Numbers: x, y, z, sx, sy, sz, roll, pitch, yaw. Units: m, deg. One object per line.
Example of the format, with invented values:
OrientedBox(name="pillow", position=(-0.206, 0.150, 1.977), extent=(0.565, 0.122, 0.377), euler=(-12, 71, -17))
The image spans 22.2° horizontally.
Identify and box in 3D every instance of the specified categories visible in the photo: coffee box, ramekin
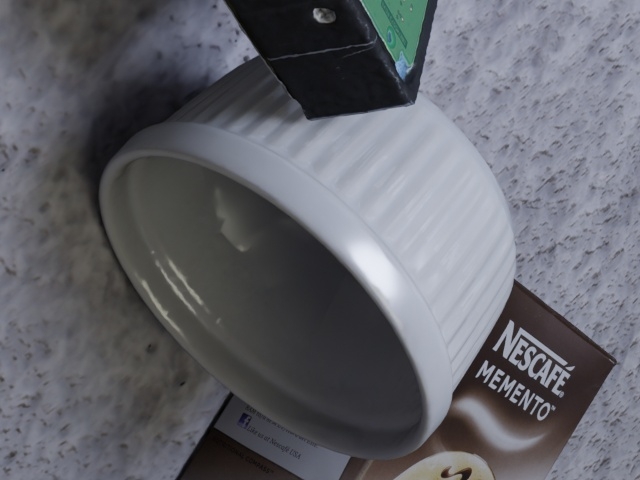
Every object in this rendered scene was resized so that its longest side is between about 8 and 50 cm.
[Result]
OrientedBox(name="coffee box", position=(0.026, 0.147, 0.979), extent=(0.168, 0.119, 0.297), euler=(34, 87, -47))
OrientedBox(name="ramekin", position=(0.000, 0.000, 0.821), extent=(0.109, 0.207, 0.207), euler=(-48, 137, -28))

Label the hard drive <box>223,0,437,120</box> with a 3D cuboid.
OrientedBox(name="hard drive", position=(-0.031, -0.245, 0.675), extent=(0.339, 0.064, 0.237), euler=(53, 40, -44))
